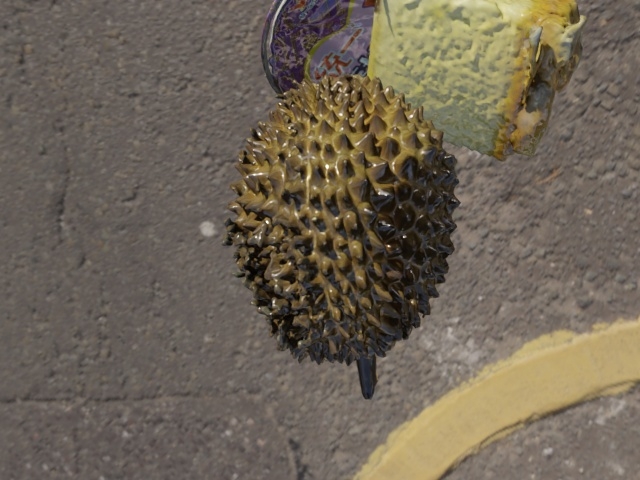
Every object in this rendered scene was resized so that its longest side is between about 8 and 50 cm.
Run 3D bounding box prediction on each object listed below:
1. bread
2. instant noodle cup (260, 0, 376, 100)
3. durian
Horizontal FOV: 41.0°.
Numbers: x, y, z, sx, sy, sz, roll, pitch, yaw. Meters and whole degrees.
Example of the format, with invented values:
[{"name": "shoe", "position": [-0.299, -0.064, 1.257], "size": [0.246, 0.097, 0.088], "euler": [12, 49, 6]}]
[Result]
[{"name": "bread", "position": [0.110, -0.146, 0.616], "size": [0.147, 0.152, 0.127], "euler": [16, 135, 6]}, {"name": "instant noodle cup", "position": [0.084, -0.346, 1.147], "size": [0.339, 0.266, 0.340], "euler": [-3, 144, -2]}, {"name": "durian", "position": [-0.003, 0.000, 0.348], "size": [0.110, 0.071, 0.140], "euler": [-7, 90, 46]}]
